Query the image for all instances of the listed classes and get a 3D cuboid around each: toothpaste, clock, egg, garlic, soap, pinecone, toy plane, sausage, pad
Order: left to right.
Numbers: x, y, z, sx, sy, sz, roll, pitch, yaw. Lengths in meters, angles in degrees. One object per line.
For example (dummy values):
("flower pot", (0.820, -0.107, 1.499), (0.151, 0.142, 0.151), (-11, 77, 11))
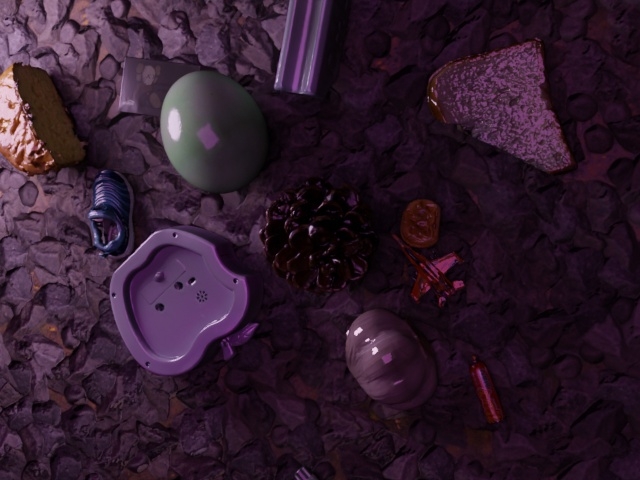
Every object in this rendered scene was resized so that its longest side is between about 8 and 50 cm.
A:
("pad", (-0.367, -0.346, 2.062), (0.190, 0.004, 0.127), (10, 95, 14))
("clock", (-0.301, 0.138, 2.021), (0.338, 0.102, 0.338), (1, 94, 15))
("egg", (-0.225, -0.231, 1.918), (0.220, 0.220, 0.269), (-22, 82, 15))
("soap", (-0.007, -0.441, 1.873), (0.095, 0.173, 0.289), (12, 96, 14))
("pinecone", (0.010, -0.001, 1.865), (0.257, 0.243, 0.243), (33, 103, 44))
("toothpaste", (0.030, 0.596, 1.993), (0.062, 0.039, 0.239), (-42, 85, 6))
("garlic", (0.143, 0.260, 1.893), (0.178, 0.143, 0.229), (-39, 92, 12))
("toy plane", (0.218, 0.053, 1.906), (0.135, 0.062, 0.188), (-47, 67, 13))
("sausage", (0.345, 0.308, 1.888), (0.050, 0.048, 0.145), (-24, 84, 53))

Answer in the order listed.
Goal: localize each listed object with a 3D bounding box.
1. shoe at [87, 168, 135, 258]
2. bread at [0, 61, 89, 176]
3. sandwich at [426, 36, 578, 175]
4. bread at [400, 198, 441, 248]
("shoe", (-0.479, -0.060, 2.057), (0.091, 0.106, 0.207), (-7, 86, 14))
("bread", (-0.665, -0.262, 2.073), (0.147, 0.160, 0.260), (-29, 89, 23))
("sandwich", (0.361, -0.244, 1.824), (0.254, 0.099, 0.288), (-18, 89, 9))
("bread", (0.209, -0.035, 1.889), (0.083, 0.044, 0.110), (2, 66, 17))
